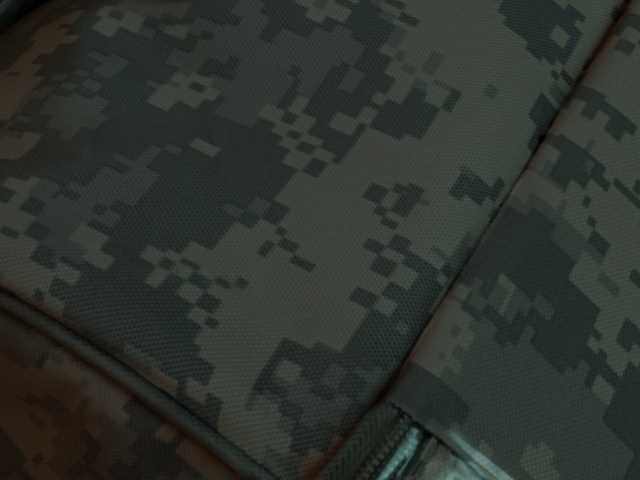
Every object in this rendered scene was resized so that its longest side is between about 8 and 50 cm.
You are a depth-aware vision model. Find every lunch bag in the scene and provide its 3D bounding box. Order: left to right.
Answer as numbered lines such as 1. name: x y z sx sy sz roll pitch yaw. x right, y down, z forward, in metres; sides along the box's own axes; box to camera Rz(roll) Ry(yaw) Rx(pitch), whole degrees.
1. lunch bag: 0.000 0.000 0.580 0.256 0.212 0.305 39 51 -4
